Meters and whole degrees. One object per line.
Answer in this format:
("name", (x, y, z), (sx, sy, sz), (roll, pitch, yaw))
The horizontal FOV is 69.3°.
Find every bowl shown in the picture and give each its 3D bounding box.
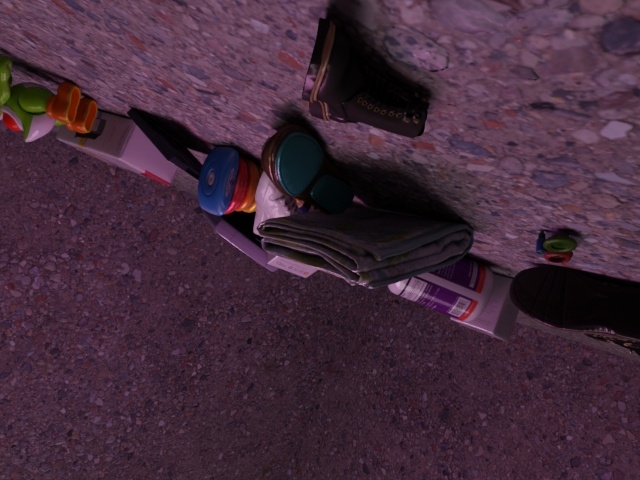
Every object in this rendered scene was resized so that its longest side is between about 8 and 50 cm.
("bowl", (-0.207, -0.088, 1.639), (0.391, 0.077, 0.391), (22, 160, 8))

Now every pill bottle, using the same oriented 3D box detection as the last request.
("pill bottle", (0.325, 0.103, 1.364), (0.323, 0.181, 0.181), (22, 175, 2))

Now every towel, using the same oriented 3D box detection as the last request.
("towel", (0.098, -0.008, 0.991), (0.374, 0.090, 0.320), (-10, -160, -44))

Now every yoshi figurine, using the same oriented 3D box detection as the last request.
("yoshi figurine", (-0.794, -0.398, 1.216), (0.362, 0.203, 0.203), (8, -144, -1))

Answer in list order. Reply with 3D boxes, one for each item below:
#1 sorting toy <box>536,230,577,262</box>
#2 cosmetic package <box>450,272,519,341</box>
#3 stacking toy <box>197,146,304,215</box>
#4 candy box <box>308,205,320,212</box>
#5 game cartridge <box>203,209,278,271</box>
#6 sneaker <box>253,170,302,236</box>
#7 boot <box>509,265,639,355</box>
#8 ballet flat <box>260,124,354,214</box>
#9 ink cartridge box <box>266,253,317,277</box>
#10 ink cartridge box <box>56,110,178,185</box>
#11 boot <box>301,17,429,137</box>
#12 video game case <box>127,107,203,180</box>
("sorting toy", (0.411, 0.003, 0.810), (0.061, 0.042, 0.102), (3, 155, 23))
("cosmetic package", (0.539, 0.204, 1.486), (0.151, 0.183, 0.151), (17, 172, 43))
("stacking toy", (-0.163, -0.134, 1.265), (0.302, 0.175, 0.166), (12, -175, -38))
("candy box", (0.077, -0.031, 1.297), (0.233, 0.071, 0.159), (23, -159, -7))
("game cartridge", (-0.275, 0.000, 1.648), (0.297, 0.062, 0.198), (40, -177, -35))
("sneaker", (-0.067, -0.074, 1.120), (0.169, 0.108, 0.292), (29, 150, 8))
("boot", (0.653, 0.174, 1.035), (0.284, 0.138, 0.377), (26, 168, -36))
("ballet flat", (-0.040, -0.142, 0.892), (0.124, 0.116, 0.342), (38, -173, 25))
("ink cartridge box", (0.000, 0.000, 1.528), (0.176, 0.069, 0.371), (24, 137, -35))
("ink cartridge box", (-0.623, -0.299, 1.455), (0.306, 0.131, 0.226), (18, 174, 27))
("boot", (0.058, -0.157, 0.477), (0.137, 0.076, 0.198), (17, -172, 3))
("video game case", (-0.389, -0.238, 1.274), (0.196, 0.026, 0.274), (46, -177, 18))
